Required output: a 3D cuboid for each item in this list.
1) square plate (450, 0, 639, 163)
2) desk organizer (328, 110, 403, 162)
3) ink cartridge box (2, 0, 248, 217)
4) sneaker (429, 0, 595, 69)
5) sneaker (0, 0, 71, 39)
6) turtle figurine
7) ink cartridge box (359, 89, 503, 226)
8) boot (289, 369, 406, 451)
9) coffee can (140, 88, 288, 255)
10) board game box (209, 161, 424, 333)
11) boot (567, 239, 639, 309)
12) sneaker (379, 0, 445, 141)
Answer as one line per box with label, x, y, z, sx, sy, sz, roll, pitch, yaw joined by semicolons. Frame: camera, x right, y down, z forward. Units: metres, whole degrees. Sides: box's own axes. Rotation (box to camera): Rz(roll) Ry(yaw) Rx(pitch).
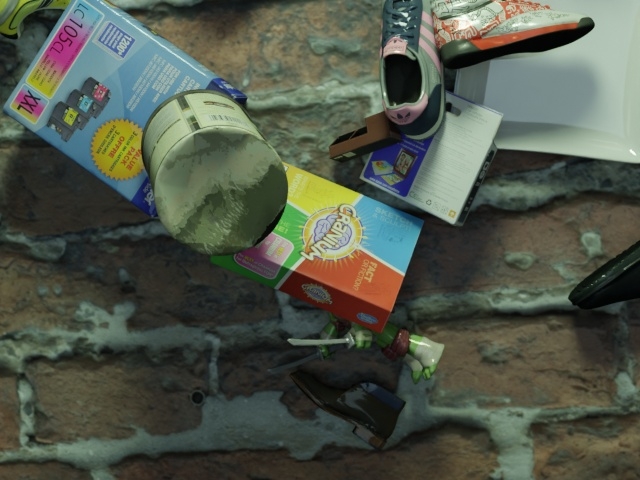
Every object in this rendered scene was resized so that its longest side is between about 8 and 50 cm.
square plate;0.414;-0.321;1.786;0.347;0.049;0.344;6;97;5
desk organizer;0.077;-0.184;1.809;0.130;0.047;0.050;-17;75;30
ink cartridge box;-0.318;-0.225;1.822;0.395;0.151;0.270;35;99;-1
sneaker;0.318;-0.388;1.717;0.270;0.090;0.145;-13;78;-4
sneaker;-0.454;-0.506;1.826;0.385;0.145;0.147;-28;124;6
turtle figurine;0.064;0.193;1.812;0.266;0.274;0.198;27;133;-2
ink cartridge box;0.199;-0.160;1.791;0.206;0.045;0.208;29;102;26
boot;0.053;0.284;1.889;0.219;0.082;0.106;38;83;-3
coffee can;-0.176;-0.115;1.621;0.201;0.275;0.201;-4;110;-12
board game box;0.000;0.000;1.775;0.316;0.242;0.064;22;135;2
boot;0.592;0.108;1.794;0.246;0.094;0.207;-35;88;2
sneaker;0.149;-0.337;1.734;0.112;0.131;0.319;-12;76;23
